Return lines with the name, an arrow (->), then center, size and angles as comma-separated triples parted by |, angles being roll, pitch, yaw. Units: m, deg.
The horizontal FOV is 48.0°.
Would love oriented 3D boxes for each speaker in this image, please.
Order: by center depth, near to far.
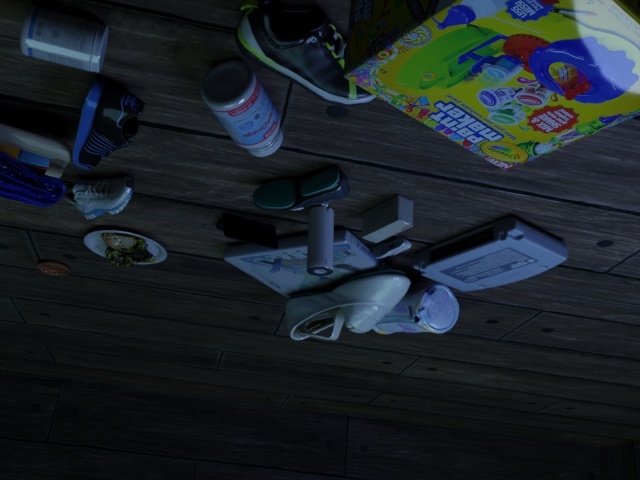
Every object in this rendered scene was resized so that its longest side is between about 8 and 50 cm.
speaker -> 0.000, 0.000, 1.471 | 0.055, 0.136, 0.055 | 1, 157, 0

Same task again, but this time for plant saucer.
plant saucer -> -0.717, 0.073, 1.930 | 0.083, 0.013, 0.083 | 5, 155, 2

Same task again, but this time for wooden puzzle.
wooden puzzle -> -0.573, -0.160, 1.300 | 0.221, 0.044, 0.238 | 17, 167, -22

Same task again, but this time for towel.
towel -> -0.645, -0.123, 1.278 | 0.308, 0.076, 0.227 | 12, 171, 17

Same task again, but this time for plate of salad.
plate of salad -> -0.472, 0.027, 1.736 | 0.199, 0.048, 0.200 | 4, 156, 2

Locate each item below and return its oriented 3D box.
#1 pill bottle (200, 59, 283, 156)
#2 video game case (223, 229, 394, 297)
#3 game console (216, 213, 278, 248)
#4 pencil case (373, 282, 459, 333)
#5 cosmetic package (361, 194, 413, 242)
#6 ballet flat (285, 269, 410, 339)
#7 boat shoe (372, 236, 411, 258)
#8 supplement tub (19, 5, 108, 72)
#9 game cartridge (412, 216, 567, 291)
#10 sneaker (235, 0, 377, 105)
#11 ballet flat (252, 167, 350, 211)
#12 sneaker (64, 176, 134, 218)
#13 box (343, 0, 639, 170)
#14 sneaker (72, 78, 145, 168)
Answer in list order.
pill bottle -> -0.115, -0.199, 1.118 | 0.087, 0.087, 0.160 | -3, 155, 18
video game case -> -0.016, 0.066, 1.728 | 0.329, 0.036, 0.300 | -9, 154, 28
game console -> -0.162, -0.007, 1.566 | 0.122, 0.071, 0.107 | 15, 154, -19
pencil case -> 0.220, 0.175, 1.769 | 0.113, 0.124, 0.273 | 56, 156, -8
cosmetic package -> 0.134, -0.042, 1.442 | 0.041, 0.060, 0.115 | 19, 154, -30
ballet flat -> 0.062, 0.175, 1.761 | 0.139, 0.139, 0.400 | 25, 150, -37
boat shoe -> 0.161, 0.020, 1.604 | 0.035, 0.035, 0.100 | 28, 141, -34
supplement tub -> -0.359, -0.282, 1.009 | 0.107, 0.071, 0.071 | 12, 155, -14
game cartridge -> 0.374, 0.039, 1.578 | 0.198, 0.062, 0.297 | 17, 153, -33
sneaker -> -0.003, -0.257, 0.971 | 0.234, 0.084, 0.097 | 15, 153, -21
ballet flat -> -0.032, -0.086, 1.372 | 0.203, 0.074, 0.074 | -12, 150, 29
sneaker -> -0.450, -0.094, 1.445 | 0.190, 0.071, 0.083 | -15, 143, 38
box -> 0.229, -0.252, 0.823 | 0.290, 0.177, 0.279 | 22, 152, -32
sneaker -> -0.360, -0.179, 1.220 | 0.090, 0.081, 0.232 | 21, 151, -14
